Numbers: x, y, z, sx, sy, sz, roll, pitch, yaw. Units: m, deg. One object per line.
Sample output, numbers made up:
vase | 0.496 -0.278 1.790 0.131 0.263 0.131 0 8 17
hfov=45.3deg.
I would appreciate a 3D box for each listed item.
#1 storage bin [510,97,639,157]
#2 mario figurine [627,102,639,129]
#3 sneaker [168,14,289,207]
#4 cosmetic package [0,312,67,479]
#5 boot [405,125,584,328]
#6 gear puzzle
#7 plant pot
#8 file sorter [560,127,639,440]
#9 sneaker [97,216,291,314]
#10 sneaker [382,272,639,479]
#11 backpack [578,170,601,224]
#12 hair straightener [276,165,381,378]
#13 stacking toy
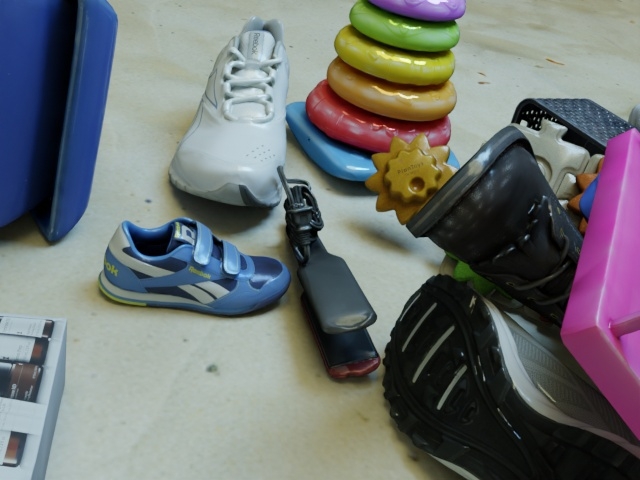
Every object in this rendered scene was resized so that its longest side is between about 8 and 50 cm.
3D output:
storage bin | 0.269 -0.058 0.775 0.084 0.122 0.180 -5 36 -27
mario figurine | 0.416 -0.055 0.756 0.321 0.170 0.198 34 49 -40
sneaker | -0.081 -0.133 0.753 0.111 0.129 0.297 10 32 -11
cosmetic package | -0.185 0.125 0.358 0.099 0.060 0.239 5 32 -13
boot | 0.183 0.045 0.498 0.229 0.091 0.263 51 17 22
gear puzzle | 0.197 -0.019 0.653 0.339 0.175 0.044 24 -7 17
plant pot | -0.289 -0.130 0.575 0.212 0.235 0.236 -4 34 -37
file sorter | 0.291 0.064 0.376 0.290 0.182 0.202 50 40 -11
sneaker | -0.090 0.017 0.572 0.144 0.059 0.053 4 30 -18
sneaker | 0.132 0.119 0.480 0.108 0.100 0.271 23 17 -39
backpack | 0.262 -0.023 0.558 0.120 0.101 0.098 44 33 23
hair straightener | 0.000 0.000 0.604 0.047 0.089 0.230 -9 35 -5
stacking toy | 0.084 -0.219 0.788 0.166 0.301 0.175 -5 35 -28
